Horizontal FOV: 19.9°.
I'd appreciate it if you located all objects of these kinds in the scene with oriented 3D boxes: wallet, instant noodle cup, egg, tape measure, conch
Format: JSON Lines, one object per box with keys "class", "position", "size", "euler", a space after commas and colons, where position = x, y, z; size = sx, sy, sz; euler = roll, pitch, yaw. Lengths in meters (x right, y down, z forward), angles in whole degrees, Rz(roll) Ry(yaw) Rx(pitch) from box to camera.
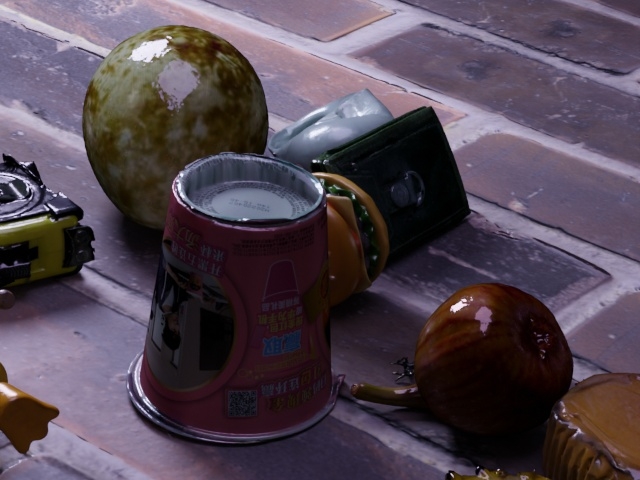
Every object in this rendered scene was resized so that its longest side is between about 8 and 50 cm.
{"class": "wallet", "position": [0.097, -0.067, 2.306], "size": [0.055, 0.160, 0.236], "euler": [-13, 11, 47]}
{"class": "instant noodle cup", "position": [-0.085, 0.053, 1.954], "size": [0.243, 0.255, 0.244], "euler": [5, 29, -3]}
{"class": "egg", "position": [-0.183, -0.137, 2.310], "size": [0.238, 0.238, 0.289], "euler": [1, 52, -6]}
{"class": "tape measure", "position": [-0.393, -0.018, 2.194], "size": [0.186, 0.112, 0.199], "euler": [-17, 34, -29]}
{"class": "conch", "position": [0.018, -0.126, 2.425], "size": [0.184, 0.121, 0.221], "euler": [5, 22, 9]}

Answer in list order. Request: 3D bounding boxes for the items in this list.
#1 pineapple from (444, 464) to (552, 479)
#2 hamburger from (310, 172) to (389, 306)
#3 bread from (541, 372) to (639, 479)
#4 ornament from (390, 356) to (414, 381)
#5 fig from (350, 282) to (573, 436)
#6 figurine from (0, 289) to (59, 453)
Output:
{"class": "pineapple", "position": [0.186, 0.300, 1.722], "size": [0.224, 0.076, 0.225], "euler": [4, 31, -2]}
{"class": "hamburger", "position": [0.000, 0.000, 2.165], "size": [0.162, 0.162, 0.115], "euler": [22, 34, 29]}
{"class": "bread", "position": [0.323, 0.227, 1.846], "size": [0.199, 0.104, 0.199], "euler": [7, 29, -4]}
{"class": "ornament", "position": [0.133, 0.133, 2.048], "size": [0.125, 0.028, 0.073], "euler": [-15, 4, -38]}
{"class": "fig", "position": [0.163, 0.141, 1.959], "size": [0.175, 0.207, 0.175], "euler": [24, 46, -28]}
{"class": "figurine", "position": [-0.415, 0.104, 1.906], "size": [0.215, 0.187, 0.343], "euler": [10, 23, -42]}
